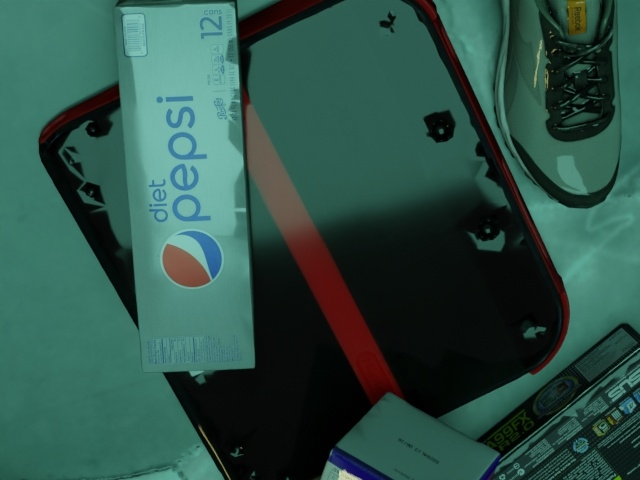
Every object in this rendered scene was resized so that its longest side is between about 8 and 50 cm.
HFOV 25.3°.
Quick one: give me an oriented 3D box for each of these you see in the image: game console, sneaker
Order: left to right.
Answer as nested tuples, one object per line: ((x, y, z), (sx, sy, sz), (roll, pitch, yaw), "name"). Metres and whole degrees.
((0.000, 0.000, 1.196), (0.342, 0.060, 0.386), (-26, 107, 5), "game console")
((0.195, -0.151, 1.151), (0.100, 0.108, 0.271), (-14, 108, -7), "sneaker")

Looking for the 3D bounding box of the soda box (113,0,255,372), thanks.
((-0.101, -0.047, 1.092), (0.091, 0.098, 0.286), (-3, 108, -2), "soda box")

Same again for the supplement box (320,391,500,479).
((0.050, 0.257, 1.187), (0.111, 0.114, 0.220), (28, 122, 17), "supplement box")

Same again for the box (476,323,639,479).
((0.241, 0.241, 1.289), (0.270, 0.060, 0.216), (-40, 108, 4), "box")
